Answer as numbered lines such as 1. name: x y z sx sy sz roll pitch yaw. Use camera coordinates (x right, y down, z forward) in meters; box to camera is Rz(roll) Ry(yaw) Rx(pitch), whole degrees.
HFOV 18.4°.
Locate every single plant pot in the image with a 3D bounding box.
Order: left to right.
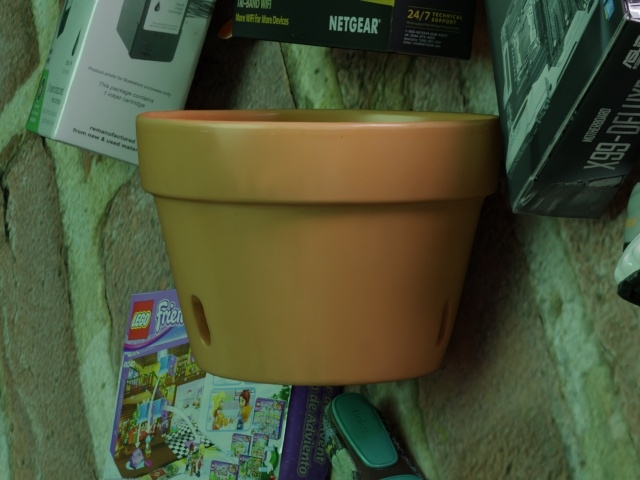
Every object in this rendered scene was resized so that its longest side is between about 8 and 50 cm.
1. plant pot: 0.000 0.000 1.570 0.291 0.291 0.204 9 101 55

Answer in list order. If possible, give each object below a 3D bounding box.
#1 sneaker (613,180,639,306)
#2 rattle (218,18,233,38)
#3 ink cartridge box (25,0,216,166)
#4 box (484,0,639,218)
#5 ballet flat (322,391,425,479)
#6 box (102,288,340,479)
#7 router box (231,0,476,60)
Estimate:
1. sneaker: 0.296 -0.044 1.307 0.271 0.100 0.108 -30 48 45
2. rattle: -0.017 -0.279 1.898 0.130 0.142 0.200 -80 -1 -75
3. ink cartridge box: -0.189 -0.227 1.992 0.211 0.121 0.289 -161 88 -73
4. box: 0.194 -0.208 1.447 0.242 0.076 0.307 115 155 -56
5. ballet flat: 0.051 0.205 1.586 0.070 0.070 0.188 -54 37 26
6. box: -0.090 0.142 1.799 0.293 0.057 0.201 -7 71 53
7. router box: 0.031 -0.282 1.670 0.309 0.081 0.243 15 100 62
